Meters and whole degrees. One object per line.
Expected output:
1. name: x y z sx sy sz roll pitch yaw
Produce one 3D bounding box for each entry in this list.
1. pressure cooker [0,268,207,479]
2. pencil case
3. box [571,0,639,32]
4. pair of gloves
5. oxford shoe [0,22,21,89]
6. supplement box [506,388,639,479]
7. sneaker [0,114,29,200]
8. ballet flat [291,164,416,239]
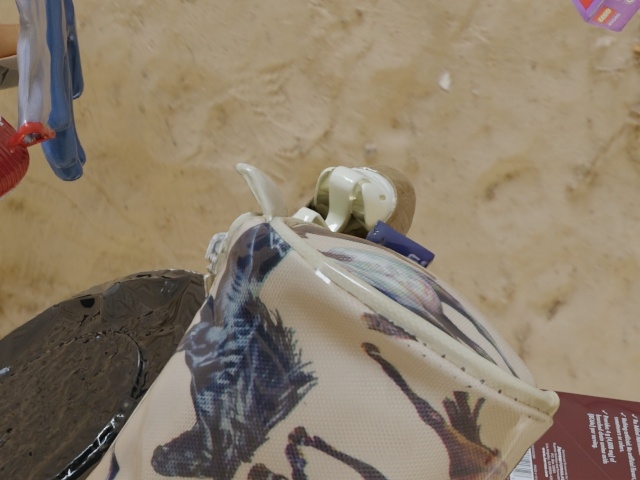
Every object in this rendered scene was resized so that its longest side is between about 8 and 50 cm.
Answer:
1. pressure cooker: -0.103 0.277 1.018 0.370 0.375 0.420 -13 122 32
2. pencil case: -0.074 0.171 0.645 0.410 0.183 0.160 -52 157 10
3. box: 0.288 -0.385 1.331 0.057 0.293 0.201 8 134 -35
4. pair of gloves: -0.129 -0.110 0.584 0.023 0.198 0.159 -5 88 -4
5. oxford shoe: -0.407 -0.205 1.453 0.212 0.076 0.076 -16 78 -41
6. supplement box: 0.225 0.252 1.205 0.194 0.191 0.129 8 136 -7
7. sneaker: -0.204 0.027 0.494 0.087 0.221 0.128 43 121 5
8. ballet flat: 0.000 0.000 1.363 0.342 0.116 0.124 -46 150 -33
